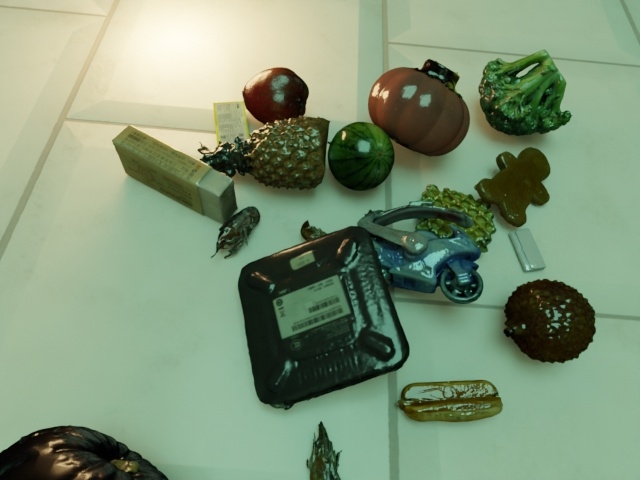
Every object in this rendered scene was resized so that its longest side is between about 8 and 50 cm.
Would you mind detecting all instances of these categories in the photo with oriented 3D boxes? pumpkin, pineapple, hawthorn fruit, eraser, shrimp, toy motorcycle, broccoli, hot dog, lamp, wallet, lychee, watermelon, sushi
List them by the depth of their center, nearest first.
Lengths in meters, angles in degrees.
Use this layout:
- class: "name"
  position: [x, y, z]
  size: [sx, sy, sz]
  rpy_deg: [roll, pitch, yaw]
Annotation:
- class: "pumpkin"
  position: [-0.396, 0.467, 0.706]
  size: [0.363, 0.363, 0.266]
  rpy_deg: [33, 70, 14]
- class: "shrimp"
  position: [0.060, 0.516, 0.888]
  size: [0.168, 0.058, 0.296]
  rpy_deg: [0, 64, -12]
- class: "hot dog"
  position: [0.282, 0.358, 0.984]
  size: [0.235, 0.062, 0.092]
  rpy_deg: [-1, 45, 1]
- class: "lychee"
  position: [0.524, 0.184, 1.027]
  size: [0.238, 0.200, 0.200]
  rpy_deg: [-6, 61, -21]
- class: "toy motorcycle"
  position: [0.243, 0.011, 1.075]
  size: [0.318, 0.182, 0.241]
  rpy_deg: [13, 87, 17]
- class: "shrimp"
  position: [-0.224, -0.019, 1.154]
  size: [0.074, 0.073, 0.190]
  rpy_deg: [-7, 37, 43]
- class: "sushi"
  position: [0.000, 0.000, 1.170]
  size: [0.055, 0.052, 0.120]
  rpy_deg: [-44, 69, -8]
- class: "eraser"
  position: [-0.385, -0.175, 1.186]
  size: [0.343, 0.144, 0.078]
  rpy_deg: [28, 61, 10]
- class: "pineapple"
  position: [-0.154, -0.237, 1.206]
  size: [0.361, 0.202, 0.202]
  rpy_deg: [0, 61, 0]
- class: "wallet"
  position: [0.564, 0.026, 1.210]
  size: [0.061, 0.025, 0.122]
  rpy_deg: [-10, 62, -2]
- class: "watermelon"
  position: [0.107, -0.233, 1.238]
  size: [0.187, 0.214, 0.188]
  rpy_deg: [-3, 98, -23]
- class: "lamp"
  position: [0.287, -0.381, 1.261]
  size: [0.305, 0.305, 0.240]
  rpy_deg: [36, 109, 15]
- class: "hawthorn fruit"
  position: [-0.142, -0.429, 1.336]
  size: [0.202, 0.185, 0.185]
  rpy_deg: [11, 60, 17]
- class: "broccoli"
  position: [0.624, -0.447, 1.362]
  size: [0.294, 0.245, 0.265]
  rpy_deg: [45, 45, -7]

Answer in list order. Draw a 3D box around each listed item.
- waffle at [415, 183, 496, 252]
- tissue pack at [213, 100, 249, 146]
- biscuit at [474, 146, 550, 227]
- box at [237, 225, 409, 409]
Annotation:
- class: "waffle"
  position: [0.374, -0.055, 1.222]
  size: [0.223, 0.054, 0.204]
  rpy_deg: [16, 50, 5]
- class: "tissue pack"
  position: [-0.266, -0.331, 1.327]
  size: [0.095, 0.062, 0.176]
  rpy_deg: [-8, 61, -11]
- class: "biscuit"
  position: [0.576, -0.168, 1.290]
  size: [0.197, 0.049, 0.301]
  rpy_deg: [47, 62, -2]
- class: "box"
  position: [-0.011, 0.166, 0.998]
  size: [0.358, 0.091, 0.351]
  rpy_deg: [-21, 64, 8]
